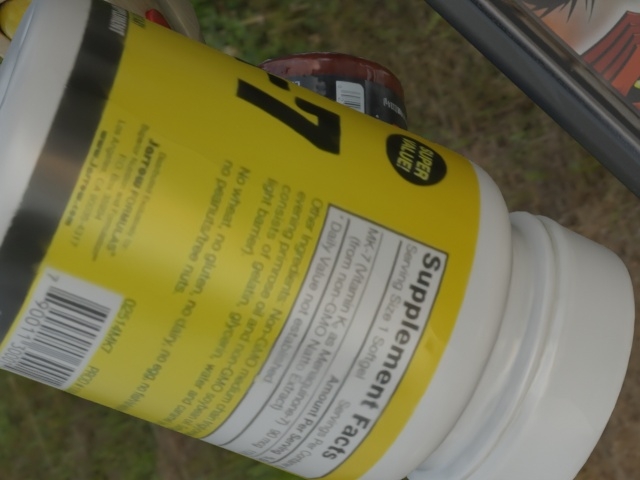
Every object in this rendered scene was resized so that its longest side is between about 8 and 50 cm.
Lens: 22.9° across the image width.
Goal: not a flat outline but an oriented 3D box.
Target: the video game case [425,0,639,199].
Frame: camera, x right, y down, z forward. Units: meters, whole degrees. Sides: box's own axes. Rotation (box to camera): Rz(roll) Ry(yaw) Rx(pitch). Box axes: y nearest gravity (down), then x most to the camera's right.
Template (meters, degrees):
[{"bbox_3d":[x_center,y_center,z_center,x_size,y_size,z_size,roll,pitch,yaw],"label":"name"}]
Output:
[{"bbox_3d":[0.145,-0.162,0.625,0.275,0.248,0.035,41,165,-12],"label":"video game case"}]

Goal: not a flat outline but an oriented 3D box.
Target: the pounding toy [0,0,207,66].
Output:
[{"bbox_3d":[-0.155,-0.093,1.017,0.155,0.269,0.154,-26,58,16],"label":"pounding toy"}]

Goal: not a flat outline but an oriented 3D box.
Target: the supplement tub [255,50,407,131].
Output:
[{"bbox_3d":[0.000,0.000,0.902,0.106,0.106,0.198,-33,53,56],"label":"supplement tub"}]

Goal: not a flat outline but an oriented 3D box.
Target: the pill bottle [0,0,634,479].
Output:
[{"bbox_3d":[-0.013,0.011,0.509,0.119,0.208,0.119,-57,19,32],"label":"pill bottle"}]
